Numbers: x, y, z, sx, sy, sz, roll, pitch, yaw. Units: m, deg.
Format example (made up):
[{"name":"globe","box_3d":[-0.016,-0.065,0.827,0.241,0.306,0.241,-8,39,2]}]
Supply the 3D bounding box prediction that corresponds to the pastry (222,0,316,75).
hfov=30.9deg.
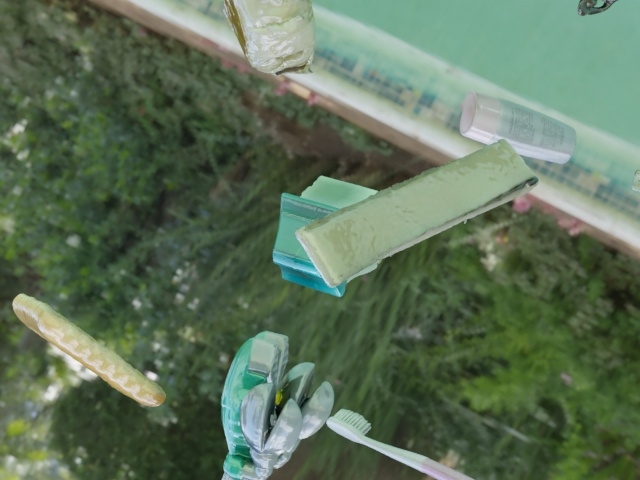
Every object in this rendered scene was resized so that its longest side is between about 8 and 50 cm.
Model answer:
[{"name":"pastry","box_3d":[-0.060,-0.265,1.321,0.088,0.166,0.166,-18,-168,-8]}]

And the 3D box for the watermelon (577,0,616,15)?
[{"name":"watermelon","box_3d":[0.392,-0.484,1.573,0.279,0.359,0.279,0,-175,0]}]

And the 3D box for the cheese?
[{"name":"cheese","box_3d":[0.130,-0.043,1.438,0.400,0.034,0.085,-25,-109,-41]}]

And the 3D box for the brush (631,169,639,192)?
[{"name":"brush","box_3d":[0.518,-0.061,1.590,0.178,0.033,0.030,20,-148,17]}]

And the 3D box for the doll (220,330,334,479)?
[{"name":"doll","box_3d":[-0.069,0.262,1.684,0.153,0.258,0.195,12,-145,9]}]

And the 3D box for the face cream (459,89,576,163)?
[{"name":"face cream","box_3d":[0.325,-0.183,1.914,0.198,0.084,0.057,16,163,-19]}]

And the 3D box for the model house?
[{"name":"model house","box_3d":[0.000,0.000,1.525,0.100,0.127,0.149,15,-150,29]}]

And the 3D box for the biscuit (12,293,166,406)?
[{"name":"biscuit","box_3d":[-0.260,0.119,1.268,0.160,0.030,0.250,40,167,-18]}]

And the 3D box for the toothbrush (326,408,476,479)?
[{"name":"toothbrush","box_3d":[0.116,0.217,1.081,0.286,0.025,0.020,21,139,39]}]
